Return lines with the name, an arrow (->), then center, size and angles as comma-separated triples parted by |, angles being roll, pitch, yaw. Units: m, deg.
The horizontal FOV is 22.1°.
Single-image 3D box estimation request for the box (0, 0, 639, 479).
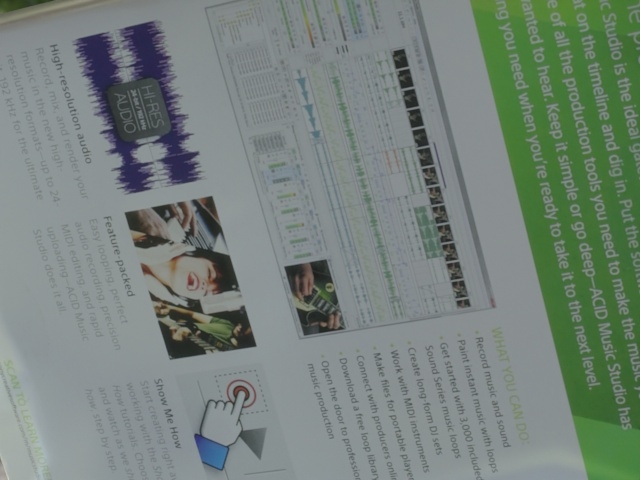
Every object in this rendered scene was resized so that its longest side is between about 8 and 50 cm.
box -> 0.000, 0.000, 0.647 | 0.322, 0.232, 0.058 | -9, -164, 21
